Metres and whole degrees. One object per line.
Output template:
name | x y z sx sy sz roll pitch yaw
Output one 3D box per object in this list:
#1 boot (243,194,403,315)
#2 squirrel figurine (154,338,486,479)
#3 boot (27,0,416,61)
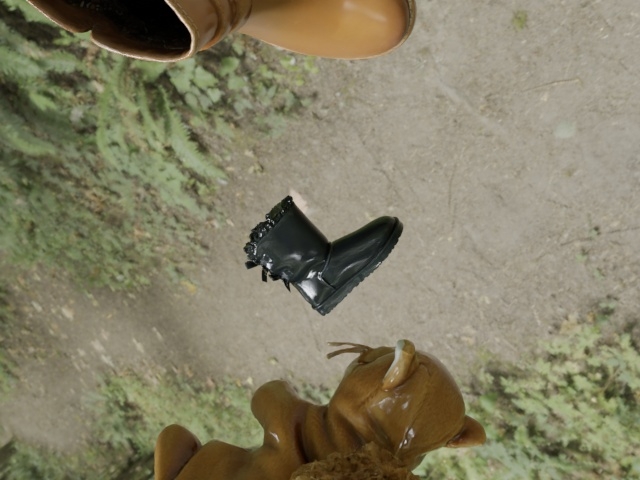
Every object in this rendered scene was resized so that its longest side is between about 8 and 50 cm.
boot | 0.000 0.000 0.549 0.099 0.121 0.045 42 -172 -16
squirrel figurine | 0.026 0.296 0.732 0.281 0.371 0.397 54 -178 -17
boot | -0.059 -0.178 0.435 0.284 0.220 0.109 24 120 -12
